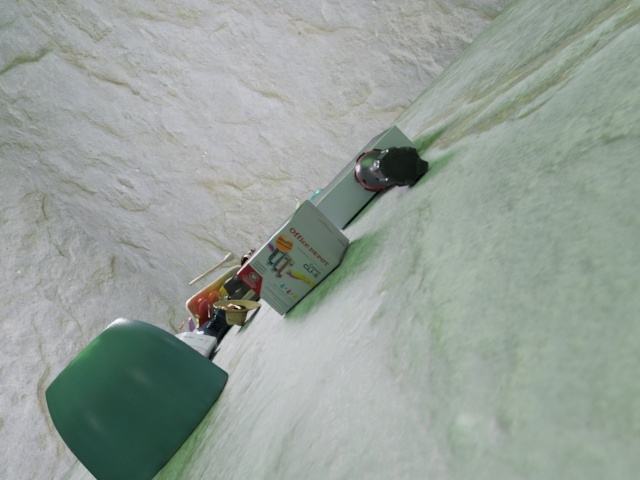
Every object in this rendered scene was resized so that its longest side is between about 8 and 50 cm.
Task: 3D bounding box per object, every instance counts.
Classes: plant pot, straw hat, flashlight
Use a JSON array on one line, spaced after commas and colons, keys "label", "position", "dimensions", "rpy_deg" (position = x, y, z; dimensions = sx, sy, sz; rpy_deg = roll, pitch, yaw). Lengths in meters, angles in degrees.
[{"label": "plant pot", "position": [-0.362, 0.292, 0.969], "dimensions": [0.293, 0.235, 0.293], "rpy_deg": [-46, 7, 7]}, {"label": "straw hat", "position": [-0.236, 0.210, 1.435], "dimensions": [0.144, 0.144, 0.061], "rpy_deg": [-148, 60, -84]}, {"label": "flashlight", "position": [0.134, -0.155, 1.097], "dimensions": [0.103, 0.103, 0.304], "rpy_deg": [-45, 5, 3]}]

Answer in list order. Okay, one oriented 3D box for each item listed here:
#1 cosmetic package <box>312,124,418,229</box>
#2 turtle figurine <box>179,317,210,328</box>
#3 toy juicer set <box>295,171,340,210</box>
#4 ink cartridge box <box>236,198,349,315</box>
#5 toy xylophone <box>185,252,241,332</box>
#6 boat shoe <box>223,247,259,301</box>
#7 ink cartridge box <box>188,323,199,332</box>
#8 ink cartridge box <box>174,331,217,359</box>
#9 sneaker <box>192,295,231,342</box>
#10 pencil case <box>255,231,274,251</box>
[{"label": "cosmetic package", "position": [0.108, -0.175, 1.437], "dimensions": [0.284, 0.097, 0.377], "rpy_deg": [-48, 6, 4]}, {"label": "turtle figurine", "position": [-0.406, 0.299, 1.943], "dimensions": [0.217, 0.087, 0.269], "rpy_deg": [-45, 25, -25]}, {"label": "toy juicer set", "position": [0.001, -0.113, 1.882], "dimensions": [0.329, 0.089, 0.209], "rpy_deg": [-29, 30, 44]}, {"label": "ink cartridge box", "position": [-0.051, 0.032, 1.023], "dimensions": [0.176, 0.128, 0.127], "rpy_deg": [-44, 6, 23]}, {"label": "toy xylophone", "position": [-0.353, 0.188, 1.772], "dimensions": [0.322, 0.081, 0.236], "rpy_deg": [-44, -26, -31]}, {"label": "boat shoe", "position": [-0.202, 0.081, 1.733], "dimensions": [0.132, 0.130, 0.355], "rpy_deg": [-41, 8, 38]}, {"label": "ink cartridge box", "position": [-0.441, 0.342, 2.164], "dimensions": [0.224, 0.056, 0.181], "rpy_deg": [-27, -8, -39]}, {"label": "ink cartridge box", "position": [-0.425, 0.307, 1.403], "dimensions": [0.189, 0.232, 0.066], "rpy_deg": [-66, -10, -72]}, {"label": "sneaker", "position": [-0.322, 0.255, 1.633], "dimensions": [0.163, 0.086, 0.226], "rpy_deg": [-50, 5, -6]}, {"label": "pencil case", "position": [-0.104, 0.044, 1.315], "dimensions": [0.306, 0.133, 0.120], "rpy_deg": [154, 130, -75]}]
